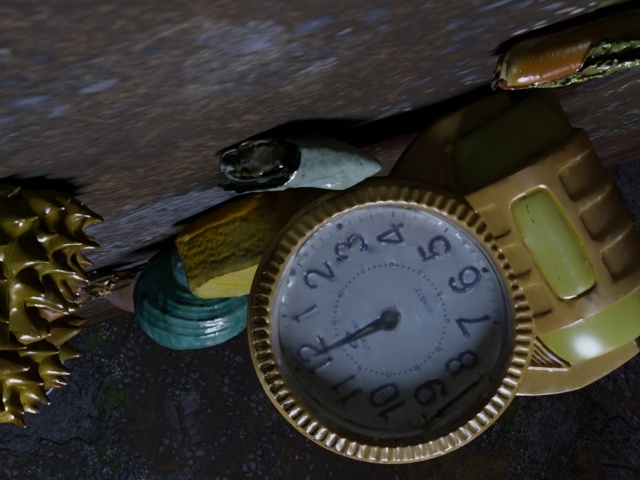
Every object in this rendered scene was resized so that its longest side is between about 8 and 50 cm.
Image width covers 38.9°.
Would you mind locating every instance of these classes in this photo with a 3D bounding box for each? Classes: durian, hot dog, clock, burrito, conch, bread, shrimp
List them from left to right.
[{"bbox_3d":[-0.217,0.030,0.568,0.186,0.154,0.260,-47,171,27],"label":"durian"},{"bbox_3d":[-0.322,0.058,1.186,0.162,0.045,0.095,-13,157,16],"label":"shrimp"},{"bbox_3d":[-0.143,0.051,1.127,0.196,0.134,0.202,-52,-167,-31],"label":"conch"},{"bbox_3d":[-0.055,-0.005,0.930,0.102,0.094,0.245,-1,166,-44],"label":"bread"},{"bbox_3d":[-0.011,-0.055,0.658,0.074,0.044,0.118,-10,180,39],"label":"burrito"},{"bbox_3d":[0.095,0.040,0.759,0.317,0.244,0.200,-30,180,1],"label":"clock"},{"bbox_3d":[0.171,-0.117,0.570,0.133,0.041,0.056,-17,177,1],"label":"hot dog"}]

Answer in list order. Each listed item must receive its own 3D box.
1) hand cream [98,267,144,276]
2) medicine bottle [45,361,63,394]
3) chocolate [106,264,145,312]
[{"bbox_3d":[-0.327,0.066,1.268,0.163,0.039,0.062,-24,173,17],"label":"hand cream"},{"bbox_3d":[-0.457,0.156,1.112,0.258,0.143,0.143,-19,176,19],"label":"medicine bottle"},{"bbox_3d":[-0.225,0.073,1.450,0.161,0.083,0.261,-20,175,23],"label":"chocolate"}]
